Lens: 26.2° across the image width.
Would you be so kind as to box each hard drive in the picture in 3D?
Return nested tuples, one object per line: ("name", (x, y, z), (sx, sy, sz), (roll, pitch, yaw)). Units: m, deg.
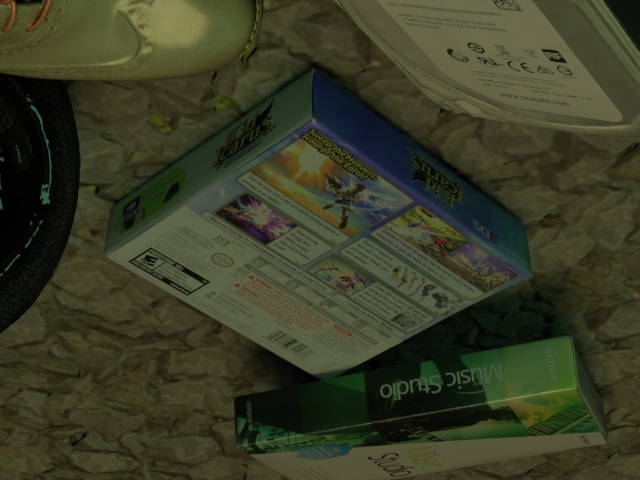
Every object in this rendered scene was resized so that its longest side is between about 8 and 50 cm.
("hard drive", (0.086, -0.174, 0.835), (0.237, 0.064, 0.339), (15, 162, 44))

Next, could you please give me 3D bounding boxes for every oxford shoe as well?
("oxford shoe", (-0.219, -0.156, 0.864), (0.397, 0.146, 0.140), (7, 116, -19))

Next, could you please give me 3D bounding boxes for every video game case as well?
("video game case", (0.000, 0.000, 1.161), (0.244, 0.061, 0.269), (-30, 133, 34))

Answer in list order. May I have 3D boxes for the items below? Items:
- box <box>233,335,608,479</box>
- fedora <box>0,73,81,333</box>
("box", (0.105, 0.176, 1.336), (0.322, 0.058, 0.232), (-13, 156, 14))
("fedora", (-0.347, -0.053, 0.981), (0.334, 0.334, 0.152), (19, 167, -23))
